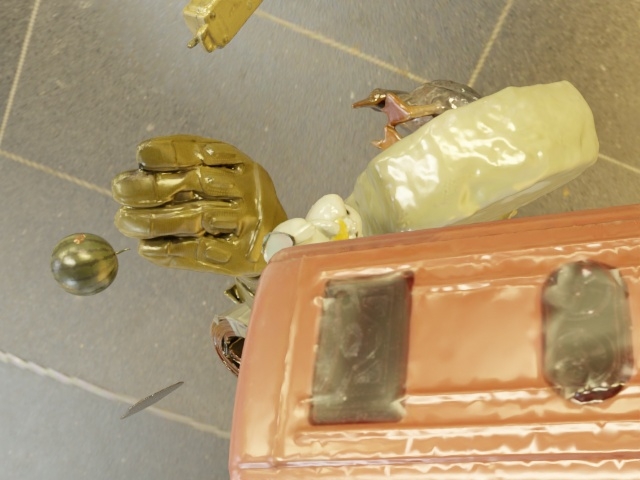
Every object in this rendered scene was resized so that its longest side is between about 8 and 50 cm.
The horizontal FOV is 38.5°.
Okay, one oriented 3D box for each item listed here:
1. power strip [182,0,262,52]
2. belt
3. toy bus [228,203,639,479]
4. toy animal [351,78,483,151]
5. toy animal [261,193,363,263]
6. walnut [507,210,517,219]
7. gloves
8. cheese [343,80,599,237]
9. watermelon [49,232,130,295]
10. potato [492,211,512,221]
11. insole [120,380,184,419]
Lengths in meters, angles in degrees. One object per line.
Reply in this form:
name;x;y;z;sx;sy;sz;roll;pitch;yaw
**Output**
power strip;-0.077;-0.343;1.132;0.044;0.305;0.064;22;157;30
belt;-0.093;0.204;1.706;0.105;0.261;0.184;-30;132;-34
toy bus;0.175;0.095;0.530;0.427;0.203;0.233;-7;145;22
toy animal;0.180;-0.187;1.425;0.298;0.185;0.122;13;110;35
toy animal;0.004;-0.002;0.891;0.071;0.124;0.085;57;143;-2
walnut;0.322;-0.057;1.746;0.143;0.170;0.069;-41;90;-18
gloves;-0.106;-0.018;1.055;0.141;0.154;0.331;-6;151;22
cheese;0.161;-0.070;1.065;0.318;0.326;0.115;-31;80;37
watermelon;-0.375;0.035;1.502;0.133;0.105;0.105;-16;112;-6
potato;0.255;-0.112;1.593;0.159;0.251;0.174;-25;104;10
insole;-0.319;0.301;1.716;0.111;0.328;0.007;-22;82;-26
